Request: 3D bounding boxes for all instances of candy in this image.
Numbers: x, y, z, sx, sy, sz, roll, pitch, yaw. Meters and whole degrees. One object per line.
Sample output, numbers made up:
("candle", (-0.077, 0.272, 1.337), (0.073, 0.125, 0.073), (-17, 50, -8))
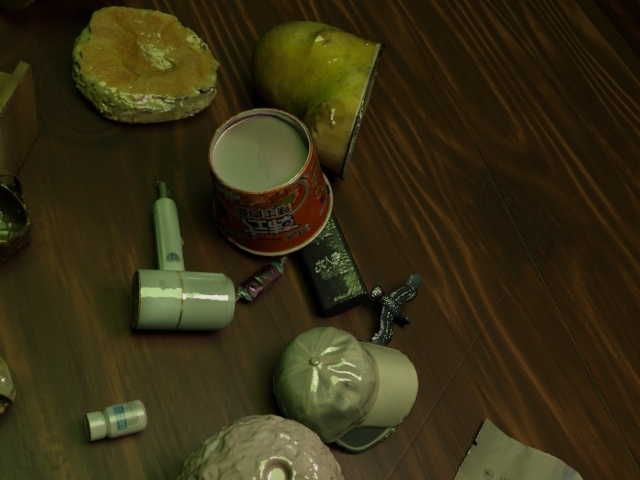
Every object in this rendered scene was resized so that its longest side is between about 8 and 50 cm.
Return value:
("candy", (-0.118, 0.081, 1.372), (0.175, 0.045, 0.043), (-39, 93, -38))

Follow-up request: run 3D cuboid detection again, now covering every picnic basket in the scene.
("picnic basket", (-0.552, -0.050, 1.176), (0.138, 0.178, 0.128), (41, 51, 6))

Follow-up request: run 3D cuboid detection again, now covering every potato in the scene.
("potato", (-0.034, -0.326, 1.573), (0.296, 0.289, 0.397), (18, 52, 3))

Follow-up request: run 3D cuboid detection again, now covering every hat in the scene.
("hat", (0.054, 0.250, 1.266), (0.275, 0.161, 0.231), (8, 59, -24))

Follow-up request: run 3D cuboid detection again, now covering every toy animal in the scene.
("toy animal", (0.141, 0.137, 1.439), (0.108, 0.062, 0.220), (38, 63, 1))

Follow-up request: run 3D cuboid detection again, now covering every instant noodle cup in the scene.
("instant noodle cup", (-0.106, -0.122, 1.370), (0.251, 0.192, 0.250), (-2, 61, 4))

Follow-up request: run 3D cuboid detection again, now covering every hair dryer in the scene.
("hair dryer", (-0.272, 0.009, 1.328), (0.173, 0.107, 0.357), (5, 50, -25))

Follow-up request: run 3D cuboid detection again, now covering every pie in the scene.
("pie", (-0.383, -0.390, 1.551), (0.340, 0.083, 0.339), (11, 54, -15))

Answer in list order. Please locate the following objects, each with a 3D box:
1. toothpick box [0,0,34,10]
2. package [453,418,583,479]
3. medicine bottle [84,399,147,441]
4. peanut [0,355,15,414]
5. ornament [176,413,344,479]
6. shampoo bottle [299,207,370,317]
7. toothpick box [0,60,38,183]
("toothpick box", (-0.564, -0.728, 1.493), (0.409, 0.409, 0.425), (36, 57, 2))
("package", (0.377, 0.481, 1.321), (0.251, 0.062, 0.204), (31, 49, 15))
("medicine bottle", (-0.327, 0.288, 1.127), (0.089, 0.052, 0.052), (-8, 61, -28))
("peanut", (-0.585, 0.169, 1.040), (0.290, 0.130, 0.130), (36, 50, -12))
("ornament", (-0.088, 0.378, 1.047), (0.260, 0.259, 0.225), (-5, 61, -28))
("shampoo bottle", (-0.001, 0.000, 1.451), (0.098, 0.071, 0.309), (-25, 64, 5))
("toothpick box", (-0.689, -0.233, 1.248), (0.308, 0.190, 0.187), (14, 53, -9))
